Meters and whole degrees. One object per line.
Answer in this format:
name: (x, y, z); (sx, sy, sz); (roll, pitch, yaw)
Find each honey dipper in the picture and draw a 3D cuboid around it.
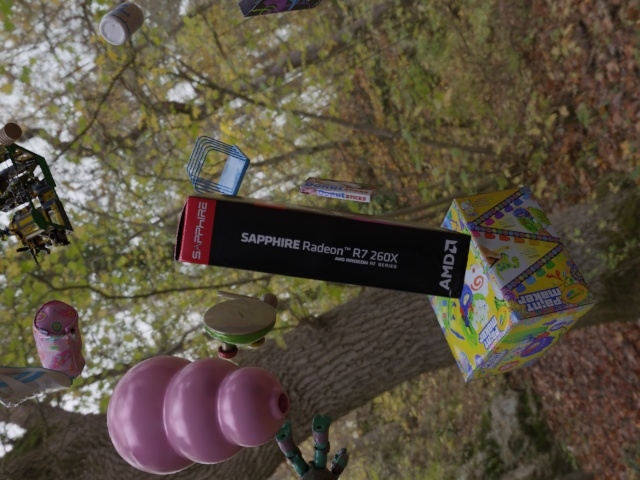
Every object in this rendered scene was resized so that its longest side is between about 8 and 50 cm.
honey dipper: (-0.565, -0.166, 1.085); (0.030, 0.160, 0.030); (16, -112, -44)

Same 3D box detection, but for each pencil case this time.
pencil case: (-0.740, 0.294, 1.780); (0.284, 0.124, 0.124); (108, 153, -46)

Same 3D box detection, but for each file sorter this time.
file sorter: (-0.253, -0.175, 1.511); (0.104, 0.118, 0.170); (17, -167, -24)

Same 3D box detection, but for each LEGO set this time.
LEGO set: (-0.806, -0.095, 1.613); (0.331, 0.192, 0.255); (63, -177, 1)

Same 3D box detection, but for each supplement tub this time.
supplement tub: (-0.479, -0.523, 1.506); (0.071, 0.071, 0.107); (57, -151, -31)

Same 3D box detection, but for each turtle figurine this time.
turtle figurine: (-0.012, 0.470, 1.259); (0.118, 0.175, 0.234); (-144, 39, -61)

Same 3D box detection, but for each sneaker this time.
sneaker: (-0.721, 0.354, 1.510); (0.087, 0.228, 0.092); (129, 142, -62)

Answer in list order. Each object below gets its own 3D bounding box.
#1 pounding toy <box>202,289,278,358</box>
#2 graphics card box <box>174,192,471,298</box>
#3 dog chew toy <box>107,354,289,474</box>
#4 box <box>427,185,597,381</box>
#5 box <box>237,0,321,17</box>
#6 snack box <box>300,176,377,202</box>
pounding toy: (-0.199, 0.225, 1.592); (0.237, 0.183, 0.110); (-83, -6, -69)
graphics card box: (0.000, 0.000, 0.889); (0.233, 0.370, 0.094); (-125, 44, -84)
dog chew toy: (-0.206, 0.295, 1.088); (0.206, 0.331, 0.207); (38, -135, -53)
box: (0.361, 0.095, 1.287); (0.290, 0.177, 0.279); (103, 152, -55)
box: (-0.038, -0.406, 1.003); (0.162, 0.116, 0.029); (-27, -87, -39)
snack box: (0.044, -0.124, 1.513); (0.064, 0.178, 0.022); (-52, -34, -54)
